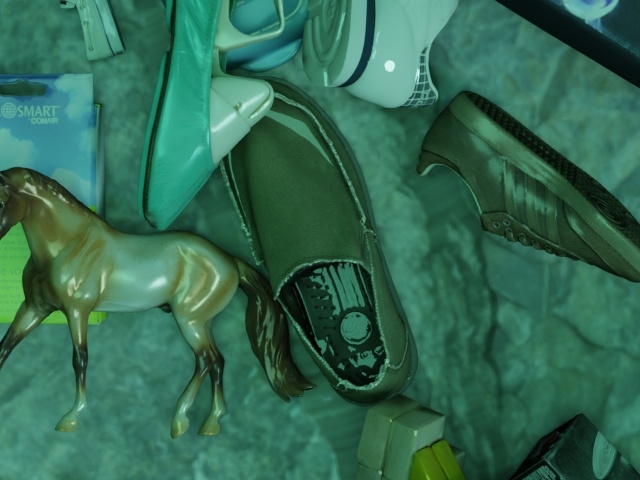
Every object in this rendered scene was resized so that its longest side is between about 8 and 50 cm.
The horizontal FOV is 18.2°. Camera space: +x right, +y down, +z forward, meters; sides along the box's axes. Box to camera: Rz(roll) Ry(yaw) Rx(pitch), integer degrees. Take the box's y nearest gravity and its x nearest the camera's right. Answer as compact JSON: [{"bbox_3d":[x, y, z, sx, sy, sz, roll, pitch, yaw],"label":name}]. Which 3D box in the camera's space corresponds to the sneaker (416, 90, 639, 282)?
[{"bbox_3d":[0.153,-0.024,1.407,0.188,0.066,0.071,41,111,5],"label":"sneaker"}]

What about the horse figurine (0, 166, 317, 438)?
[{"bbox_3d":[-0.128,0.048,1.389,0.263,0.066,0.174,8,90,-25],"label":"horse figurine"}]

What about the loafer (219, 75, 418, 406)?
[{"bbox_3d":[0.000,0.000,1.395,0.094,0.087,0.251,-27,91,4],"label":"loafer"}]

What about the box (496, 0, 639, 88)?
[{"bbox_3d":[0.299,-0.276,1.273,0.293,0.212,0.395,29,95,-14],"label":"box"}]

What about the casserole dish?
[{"bbox_3d":[-0.070,-0.210,1.414,0.114,0.037,0.188,-24,91,3],"label":"casserole dish"}]

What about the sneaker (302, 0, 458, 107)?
[{"bbox_3d":[0.054,-0.209,1.392,0.095,0.090,0.235,13,86,-26],"label":"sneaker"}]

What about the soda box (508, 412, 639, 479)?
[{"bbox_3d":[0.213,0.206,1.401,0.169,0.053,0.060,47,50,-1],"label":"soda box"}]

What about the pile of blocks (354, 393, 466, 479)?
[{"bbox_3d":[0.147,0.263,1.378,0.149,0.113,0.362,-24,88,35],"label":"pile of blocks"}]

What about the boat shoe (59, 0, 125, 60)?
[{"bbox_3d":[-0.171,-0.176,1.422,0.035,0.035,0.100,-19,99,1],"label":"boat shoe"}]

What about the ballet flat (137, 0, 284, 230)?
[{"bbox_3d":[-0.070,-0.128,1.351,0.087,0.083,0.247,5,87,5],"label":"ballet flat"}]

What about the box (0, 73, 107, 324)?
[{"bbox_3d":[-0.209,-0.030,1.426,0.109,0.042,0.178,0,93,2],"label":"box"}]
